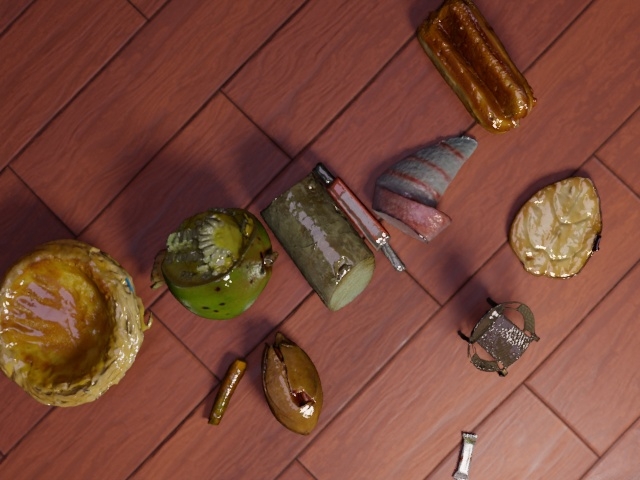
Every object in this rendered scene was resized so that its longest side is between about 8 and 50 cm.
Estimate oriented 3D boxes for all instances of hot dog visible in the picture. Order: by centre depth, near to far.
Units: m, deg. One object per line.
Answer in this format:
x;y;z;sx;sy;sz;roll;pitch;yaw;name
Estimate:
0.364;-0.407;1.910;0.158;0.117;0.349;-40;77;28;hot dog

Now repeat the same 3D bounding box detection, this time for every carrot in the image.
-0.221;0.358;1.946;0.042;0.042;0.171;23;91;5;carrot

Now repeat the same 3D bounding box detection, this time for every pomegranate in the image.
-0.257;0.053;1.876;0.340;0.260;0.261;-8;86;34;pomegranate

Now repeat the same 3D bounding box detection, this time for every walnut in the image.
-0.067;0.329;1.895;0.137;0.137;0.245;-18;77;3;walnut

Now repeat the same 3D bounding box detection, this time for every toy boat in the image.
0.253;-0.146;1.928;0.206;0.096;0.282;32;80;19;toy boat

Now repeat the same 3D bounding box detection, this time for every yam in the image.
0.000;0.000;1.893;0.168;0.168;0.304;-37;83;1;yam

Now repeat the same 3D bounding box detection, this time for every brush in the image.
0.097;-0.057;1.934;0.051;0.070;0.323;-38;88;2;brush

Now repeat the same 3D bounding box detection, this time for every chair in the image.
0.397;0.212;1.830;0.149;0.213;0.174;42;91;11;chair

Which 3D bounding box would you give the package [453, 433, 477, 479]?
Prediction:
0.336;0.503;1.911;0.037;0.015;0.110;12;89;-1;package

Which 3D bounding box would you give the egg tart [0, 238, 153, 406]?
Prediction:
-0.577;0.191;1.916;0.387;0.169;0.388;0;87;8;egg tart

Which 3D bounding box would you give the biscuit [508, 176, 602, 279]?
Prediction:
0.556;-0.032;1.917;0.203;0.041;0.260;31;89;8;biscuit
